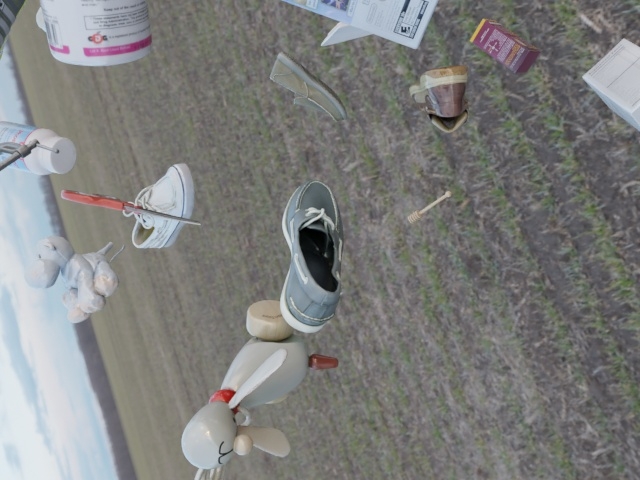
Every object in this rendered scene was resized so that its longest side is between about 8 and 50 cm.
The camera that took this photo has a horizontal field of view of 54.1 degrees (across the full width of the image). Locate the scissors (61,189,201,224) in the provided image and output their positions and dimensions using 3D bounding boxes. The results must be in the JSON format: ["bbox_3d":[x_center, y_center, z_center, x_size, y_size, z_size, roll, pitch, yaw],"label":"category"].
[{"bbox_3d":[-0.346,-0.056,1.113,0.297,0.109,0.021,16,94,37],"label":"scissors"}]

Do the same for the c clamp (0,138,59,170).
[{"bbox_3d":[-0.489,-0.109,0.925,0.137,0.160,0.022,21,142,36],"label":"c clamp"}]

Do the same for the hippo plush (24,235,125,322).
[{"bbox_3d":[-0.775,0.087,1.959,0.234,0.294,0.236,7,155,49],"label":"hippo plush"}]

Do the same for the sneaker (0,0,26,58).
[{"bbox_3d":[-0.570,-0.387,1.067,0.300,0.111,0.121,-57,31,29],"label":"sneaker"}]

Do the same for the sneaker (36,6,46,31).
[{"bbox_3d":[-0.490,-0.469,1.296,0.237,0.086,0.085,3,85,35],"label":"sneaker"}]

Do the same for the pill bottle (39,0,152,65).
[{"bbox_3d":[-0.351,-0.425,0.949,0.160,0.160,0.283,48,144,48],"label":"pill bottle"}]

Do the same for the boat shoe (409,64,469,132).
[{"bbox_3d":[0.272,-0.300,1.396,0.342,0.123,0.123,-59,-40,-84],"label":"boat shoe"}]

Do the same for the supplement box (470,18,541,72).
[{"bbox_3d":[0.584,-0.615,1.981,0.188,0.104,0.081,44,125,22],"label":"supplement box"}]

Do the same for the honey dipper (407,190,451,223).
[{"bbox_3d":[0.331,-0.104,1.891,0.160,0.030,0.030,-38,67,35],"label":"honey dipper"}]

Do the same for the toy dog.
[{"bbox_3d":[-0.072,0.232,0.956,0.334,0.161,0.220,-70,-17,-48],"label":"toy dog"}]

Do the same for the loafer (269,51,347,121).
[{"bbox_3d":[-0.033,-0.401,1.697,0.251,0.087,0.094,38,-161,-16],"label":"loafer"}]

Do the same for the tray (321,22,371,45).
[{"bbox_3d":[0.137,-0.736,2.156,0.145,0.270,0.030,-18,94,64],"label":"tray"}]

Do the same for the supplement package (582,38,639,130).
[{"bbox_3d":[0.779,-0.366,1.524,0.139,0.134,0.244,-44,29,21],"label":"supplement package"}]

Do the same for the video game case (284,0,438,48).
[{"bbox_3d":[0.053,-0.390,0.774,0.269,0.244,0.061,112,177,-61],"label":"video game case"}]

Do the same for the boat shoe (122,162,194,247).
[{"bbox_3d":[-0.473,-0.085,1.769,0.367,0.156,0.136,-46,63,51],"label":"boat shoe"}]

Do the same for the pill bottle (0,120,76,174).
[{"bbox_3d":[-0.540,-0.170,1.167,0.160,0.087,0.087,12,125,21],"label":"pill bottle"}]

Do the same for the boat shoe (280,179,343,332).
[{"bbox_3d":[0.000,0.000,1.051,0.099,0.116,0.319,124,159,-43],"label":"boat shoe"}]
